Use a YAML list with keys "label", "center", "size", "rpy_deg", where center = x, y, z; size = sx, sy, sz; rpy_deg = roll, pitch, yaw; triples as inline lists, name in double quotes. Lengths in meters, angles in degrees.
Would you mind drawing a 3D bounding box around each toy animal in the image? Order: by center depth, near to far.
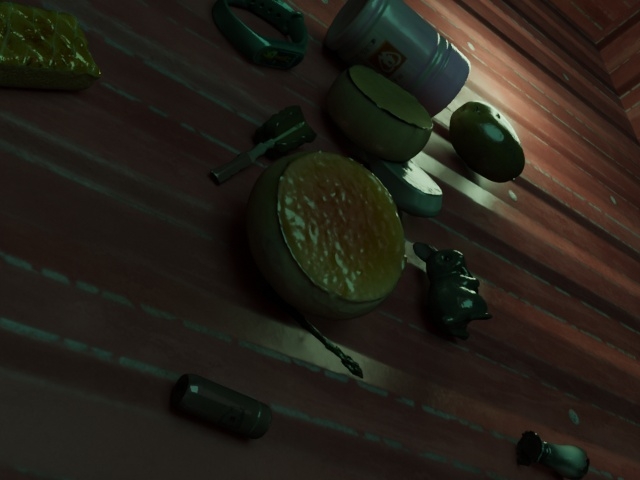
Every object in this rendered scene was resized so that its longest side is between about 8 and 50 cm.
- label: "toy animal"
  center: [0.260, 0.081, 1.567]
  size: [0.138, 0.108, 0.236]
  rpy_deg: [9, 52, -43]

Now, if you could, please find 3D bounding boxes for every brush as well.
- label: "brush"
  center: [-0.106, -0.176, 1.430]
  size: [0.084, 0.071, 0.301]
  rpy_deg: [54, 41, -3]

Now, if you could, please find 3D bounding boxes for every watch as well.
- label: "watch"
  center: [-0.122, -0.462, 1.659]
  size: [0.237, 0.068, 0.195]
  rpy_deg: [-3, 60, -45]

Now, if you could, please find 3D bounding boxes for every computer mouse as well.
- label: "computer mouse"
  center: [0.177, -0.130, 1.692]
  size: [0.128, 0.079, 0.231]
  rpy_deg: [3, 41, -44]

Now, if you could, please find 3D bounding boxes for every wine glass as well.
- label: "wine glass"
  center: [0.459, 0.429, 1.521]
  size: [0.155, 0.072, 0.072]
  rpy_deg: [24, 44, -32]

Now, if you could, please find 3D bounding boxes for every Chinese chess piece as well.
- label: "Chinese chess piece"
  center: [0.133, -0.283, 1.706]
  size: [0.249, 0.103, 0.250]
  rpy_deg: [26, 30, -16]

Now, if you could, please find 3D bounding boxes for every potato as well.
- label: "potato"
  center: [0.444, -0.251, 2.019]
  size: [0.251, 0.159, 0.174]
  rpy_deg: [51, 59, -15]

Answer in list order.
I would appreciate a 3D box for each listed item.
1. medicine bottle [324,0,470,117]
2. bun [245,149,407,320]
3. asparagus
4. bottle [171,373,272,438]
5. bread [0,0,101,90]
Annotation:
- label: "medicine bottle"
  center: [0.188, -0.460, 1.875]
  size: [0.315, 0.202, 0.202]
  rpy_deg: [36, 39, -21]
- label: "bun"
  center: [0.000, 0.000, 1.305]
  size: [0.298, 0.164, 0.299]
  rpy_deg: [15, 62, -30]
- label: "asparagus"
  center: [-0.008, 0.156, 1.284]
  size: [0.233, 0.023, 0.022]
  rpy_deg: [44, 81, -11]
- label: "bottle"
  center: [-0.134, 0.228, 1.053]
  size: [0.140, 0.053, 0.053]
  rpy_deg: [29, 41, -28]
- label: "bread"
  center: [-0.439, -0.293, 1.155]
  size: [0.188, 0.068, 0.125]
  rpy_deg: [-7, 65, -50]
